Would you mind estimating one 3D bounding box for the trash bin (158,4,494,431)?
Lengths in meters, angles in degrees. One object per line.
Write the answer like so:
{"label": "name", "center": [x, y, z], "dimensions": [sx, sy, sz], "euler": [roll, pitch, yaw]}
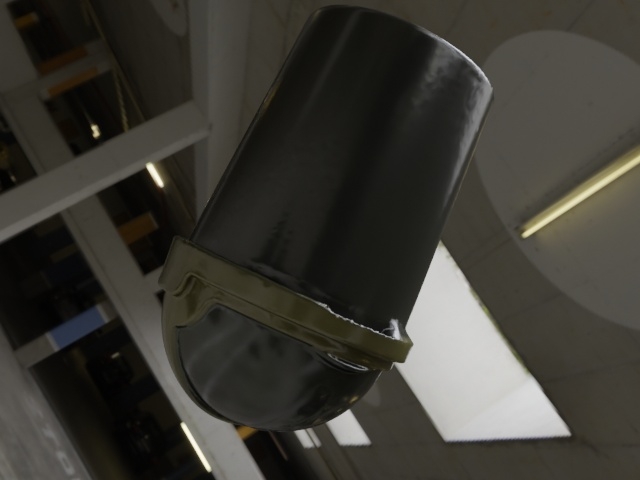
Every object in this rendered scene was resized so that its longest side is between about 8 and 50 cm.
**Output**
{"label": "trash bin", "center": [0.000, 0.000, 0.572], "dimensions": [0.214, 0.334, 0.214], "euler": [27, -5, 3]}
